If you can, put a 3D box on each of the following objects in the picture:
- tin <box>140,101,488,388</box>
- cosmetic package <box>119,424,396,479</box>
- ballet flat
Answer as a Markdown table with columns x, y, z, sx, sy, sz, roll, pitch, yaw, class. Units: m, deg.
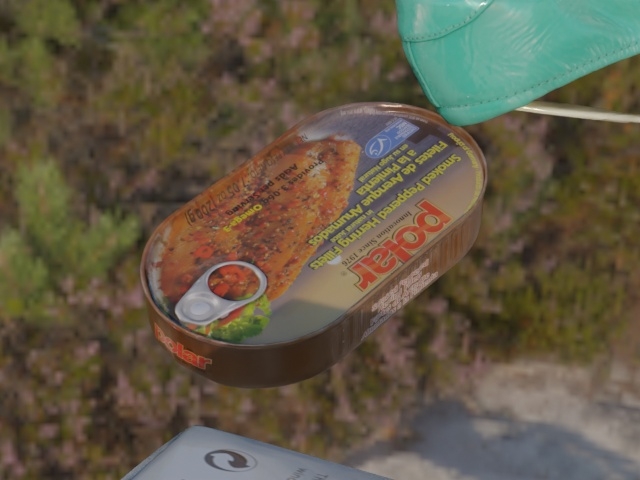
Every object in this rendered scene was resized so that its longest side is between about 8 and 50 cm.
| x | y | z | sx | sy | sz | roll | pitch | yaw | class |
| --- | --- | --- | --- | --- | --- | --- | --- | --- | --- |
| 0.000 | 0.000 | 0.869 | 0.106 | 0.040 | 0.189 | 28 | 50 | 33 | tin |
| 0.095 | 0.195 | 0.437 | 0.365 | 0.197 | 0.155 | 13 | 20 | 19 | cosmetic package |
| 0.148 | -0.097 | 0.769 | 0.247 | 0.087 | 0.083 | -14 | 22 | -14 | ballet flat |
